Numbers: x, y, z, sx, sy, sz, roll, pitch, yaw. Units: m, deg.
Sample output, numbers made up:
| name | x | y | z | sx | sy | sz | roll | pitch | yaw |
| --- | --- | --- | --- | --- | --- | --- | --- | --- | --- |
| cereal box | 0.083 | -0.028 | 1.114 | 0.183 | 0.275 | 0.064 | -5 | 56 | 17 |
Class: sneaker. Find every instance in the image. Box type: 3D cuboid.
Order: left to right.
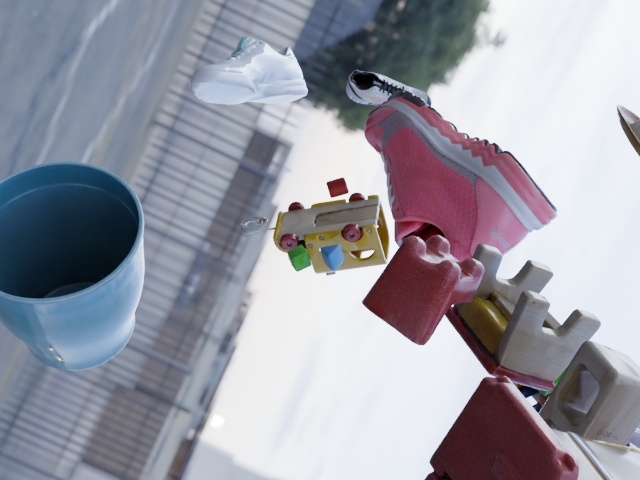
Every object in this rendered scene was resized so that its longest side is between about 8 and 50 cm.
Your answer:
| name | x | y | z | sx | sy | sz | roll | pitch | yaw |
| --- | --- | --- | --- | --- | --- | --- | --- | --- | --- |
| sneaker | -0.109 | -0.246 | 1.968 | 0.080 | 0.212 | 0.094 | -15 | -97 | 38 |
| sneaker | 0.081 | -0.177 | 1.677 | 0.043 | 0.109 | 0.040 | 74 | 32 | -70 |
| sneaker | 0.109 | -0.059 | 1.465 | 0.136 | 0.116 | 0.314 | -46 | -147 | -4 |

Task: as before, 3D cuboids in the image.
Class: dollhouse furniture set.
| name | x | y | z | sx | sy | sz | roll | pitch | yaw |
| --- | --- | --- | --- | --- | --- | --- | --- | --- | --- |
| dollhouse furniture set | 0.130 | 0.137 | 0.991 | 0.152 | 0.201 | 0.374 | -62 | -151 | 17 |

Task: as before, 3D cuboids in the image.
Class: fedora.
| name | x | y | z | sx | sy | sz | roll | pitch | yaw |
| --- | --- | --- | --- | --- | --- | --- | --- | --- | --- |
| fedora | 0.471 | -0.126 | 1.834 | 0.079 | 0.194 | 0.194 | -37 | -165 | 21 |

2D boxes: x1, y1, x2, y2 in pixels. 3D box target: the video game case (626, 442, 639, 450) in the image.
| name | x | y | z | sx | sy | sz | roll | pitch | yaw |
| --- | --- | --- | --- | --- | --- | --- | --- | --- | --- |
| video game case | 0.330 | 0.319 | 1.231 | 0.042 | 0.232 | 0.210 | -27 | -138 | 40 |

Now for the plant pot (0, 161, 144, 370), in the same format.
| name | x | y | z | sx | sy | sz | roll | pitch | yaw |
| --- | --- | --- | --- | --- | --- | --- | --- | --- | --- |
| plant pot | -0.395 | 0.063 | 2.157 | 0.255 | 0.272 | 0.271 | 87 | 19 | -50 |

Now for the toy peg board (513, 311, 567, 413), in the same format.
| name | x | y | z | sx | sy | sz | roll | pitch | yaw |
| --- | --- | --- | --- | --- | --- | --- | --- | --- | --- |
| toy peg board | 0.298 | 0.190 | 1.934 | 0.161 | 0.079 | 0.160 | 50 | -29 | 38 |

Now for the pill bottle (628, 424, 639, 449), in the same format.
| name | x | y | z | sx | sy | sz | roll | pitch | yaw |
| --- | --- | --- | --- | --- | --- | --- | --- | --- | --- |
| pill bottle | 0.385 | 0.320 | 1.650 | 0.153 | 0.153 | 0.264 | -76 | 170 | -67 |

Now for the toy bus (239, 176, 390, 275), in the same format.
| name | x | y | z | sx | sy | sz | roll | pitch | yaw |
| --- | --- | --- | --- | --- | --- | --- | --- | --- | --- |
| toy bus | 0.011 | 0.001 | 2.150 | 0.191 | 0.104 | 0.202 | -33 | -144 | -23 |
